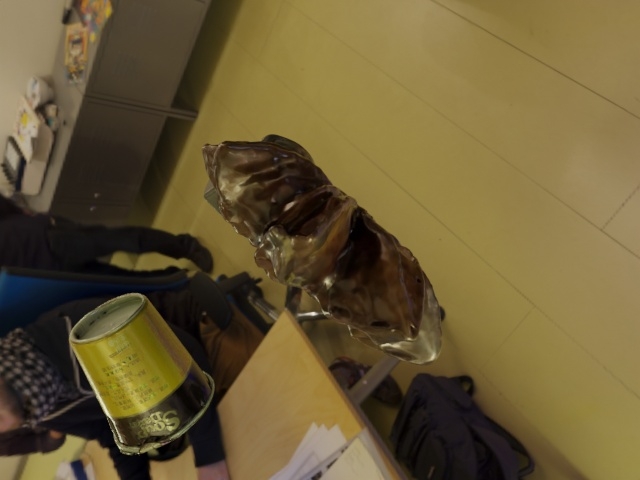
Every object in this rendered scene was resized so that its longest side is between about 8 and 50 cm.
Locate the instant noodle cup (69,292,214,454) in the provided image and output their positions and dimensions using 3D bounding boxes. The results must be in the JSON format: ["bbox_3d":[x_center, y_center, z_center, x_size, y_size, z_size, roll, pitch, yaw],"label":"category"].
[{"bbox_3d":[-0.340,0.235,0.994,0.215,0.215,0.236,1,123,44],"label":"instant noodle cup"}]

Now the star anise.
[{"bbox_3d":[0.002,0.002,0.533,0.315,0.315,0.108,37,88,37],"label":"star anise"}]

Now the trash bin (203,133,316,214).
[{"bbox_3d":[-0.119,-0.118,1.182,0.236,0.176,0.101,-27,36,28],"label":"trash bin"}]
